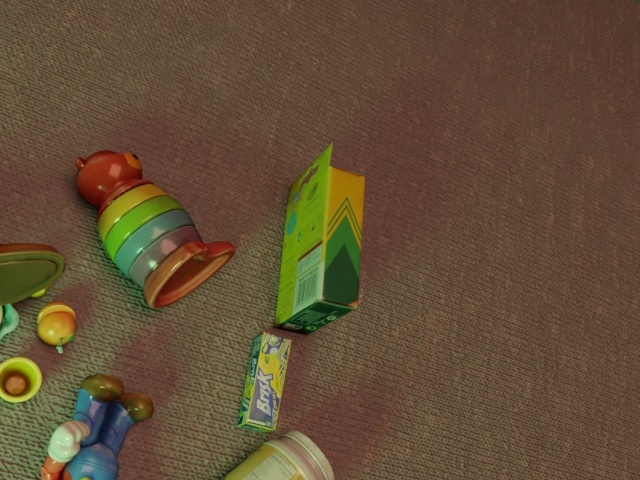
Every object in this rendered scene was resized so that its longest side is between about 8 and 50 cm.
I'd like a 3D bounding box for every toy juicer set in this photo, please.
[{"bbox_3d":[-0.534,0.087,1.162,0.329,0.089,0.209,40,58,-7],"label":"toy juicer set"}]

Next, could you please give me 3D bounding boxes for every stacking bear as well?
[{"bbox_3d":[-0.316,-0.040,1.290,0.289,0.164,0.175,50,14,12],"label":"stacking bear"}]

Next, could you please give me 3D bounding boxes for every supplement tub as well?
[{"bbox_3d":[-0.088,0.423,1.222,0.200,0.144,0.144,-33,87,-34],"label":"supplement tub"}]

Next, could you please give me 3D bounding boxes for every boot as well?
[{"bbox_3d":[-0.548,0.001,1.132,0.283,0.109,0.220,-15,47,-14],"label":"boot"}]

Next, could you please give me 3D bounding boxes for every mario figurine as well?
[{"bbox_3d":[-0.331,0.373,1.105,0.198,0.170,0.320,24,59,-19],"label":"mario figurine"}]

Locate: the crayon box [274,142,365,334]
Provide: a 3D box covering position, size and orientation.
[{"bbox_3d":[0.000,0.000,1.405,0.081,0.202,0.318,15,65,-22],"label":"crayon box"}]

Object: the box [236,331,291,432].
[{"bbox_3d":[-0.102,0.257,1.336,0.059,0.054,0.169,19,63,-19],"label":"box"}]
